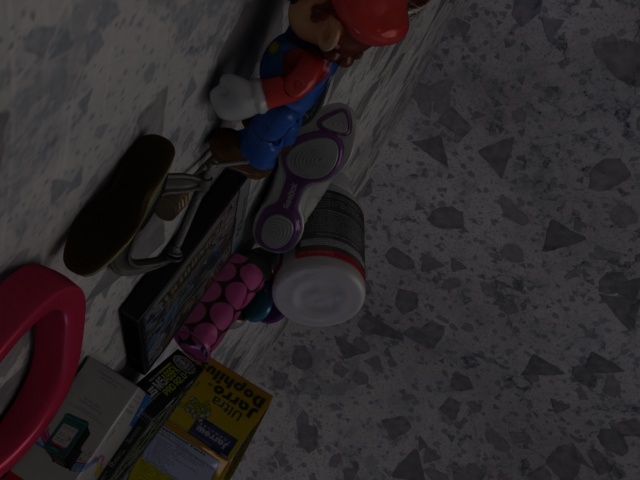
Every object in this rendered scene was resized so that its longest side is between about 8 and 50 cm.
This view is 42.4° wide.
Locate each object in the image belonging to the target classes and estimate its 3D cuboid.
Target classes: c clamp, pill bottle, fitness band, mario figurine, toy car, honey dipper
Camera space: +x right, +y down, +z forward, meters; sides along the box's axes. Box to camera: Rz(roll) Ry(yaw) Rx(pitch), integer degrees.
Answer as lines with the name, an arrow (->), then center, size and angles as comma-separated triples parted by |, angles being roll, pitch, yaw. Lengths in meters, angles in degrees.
c clamp -> -0.158, -0.023, 0.896 | 0.137, 0.022, 0.160 | -3, 133, -50
pill bottle -> 0.000, 0.000, 1.634 | 0.318, 0.177, 0.176 | -88, -162, -47
fitness band -> -0.290, 0.142, 0.732 | 0.209, 0.054, 0.290 | -58, 177, -41
mario figurine -> -0.032, -0.227, 0.925 | 0.320, 0.170, 0.198 | -50, -142, 40
toy car -> -0.122, 0.109, 1.650 | 0.159, 0.136, 0.182 | -60, 175, 10
honey dipper -> -0.145, -0.075, 0.976 | 0.160, 0.031, 0.030 | -56, 174, -51

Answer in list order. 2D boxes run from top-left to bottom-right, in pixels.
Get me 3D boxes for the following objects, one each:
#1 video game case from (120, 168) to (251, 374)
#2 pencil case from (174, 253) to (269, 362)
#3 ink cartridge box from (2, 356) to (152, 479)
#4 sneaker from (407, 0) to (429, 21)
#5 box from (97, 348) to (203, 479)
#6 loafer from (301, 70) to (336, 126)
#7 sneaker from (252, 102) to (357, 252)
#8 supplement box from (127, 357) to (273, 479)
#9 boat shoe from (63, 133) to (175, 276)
video game case -> -0.190, 0.044, 1.194 | 0.274, 0.035, 0.248 | -57, 175, -26
pencil case -> -0.179, 0.122, 1.461 | 0.209, 0.095, 0.098 | -52, 176, -42
ink cartridge box -> -0.315, 0.270, 1.035 | 0.231, 0.078, 0.134 | -57, 175, -16
sneaker -> 0.151, -0.428, 1.497 | 0.092, 0.088, 0.225 | -61, 175, 32
box -> -0.309, 0.314, 1.283 | 0.270, 0.060, 0.216 | -53, 176, 16
loafer -> 0.004, -0.271, 1.079 | 0.267, 0.096, 0.084 | -55, -161, 38
sneaker -> -0.034, -0.127, 1.477 | 0.305, 0.114, 0.152 | -57, -170, 28
supplement box -> -0.273, 0.451, 1.822 | 0.195, 0.194, 0.356 | -54, 173, -47
boat shoe -> -0.180, -0.027, 0.765 | 0.152, 0.056, 0.049 | -58, 170, -20
